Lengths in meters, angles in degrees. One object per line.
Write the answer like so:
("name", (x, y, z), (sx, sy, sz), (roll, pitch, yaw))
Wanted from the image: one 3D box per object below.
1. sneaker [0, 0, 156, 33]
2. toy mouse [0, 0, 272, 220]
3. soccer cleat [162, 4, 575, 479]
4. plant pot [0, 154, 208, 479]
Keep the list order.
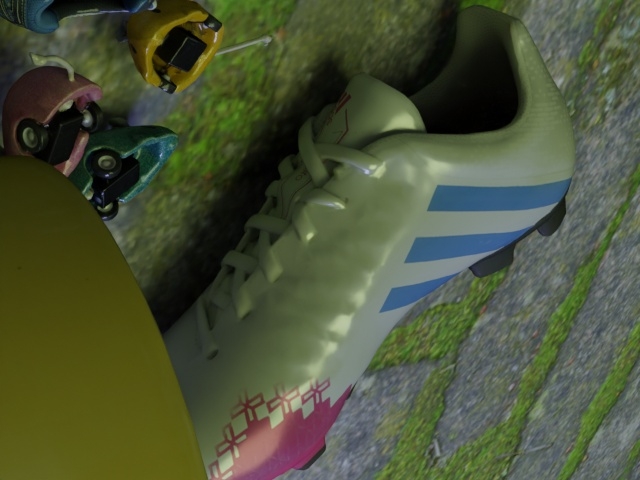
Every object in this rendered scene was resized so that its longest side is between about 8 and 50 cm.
("sneaker", (-0.072, -0.112, 0.552), (0.135, 0.058, 0.052), (-33, 145, -30))
("toy mouse", (-0.099, -0.044, 0.595), (0.143, 0.031, 0.161), (-54, 165, 12))
("soccer cleat", (0.000, 0.000, 0.740), (0.331, 0.116, 0.143), (-40, 132, -23))
("plant pot", (-0.186, 0.114, 0.476), (0.239, 0.254, 0.254), (-12, 133, -27))
